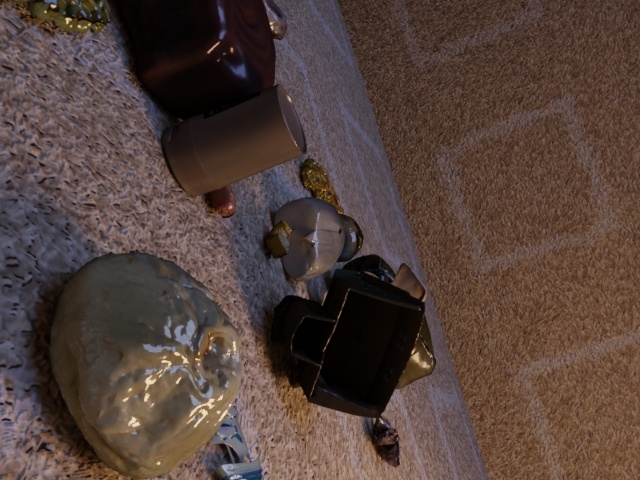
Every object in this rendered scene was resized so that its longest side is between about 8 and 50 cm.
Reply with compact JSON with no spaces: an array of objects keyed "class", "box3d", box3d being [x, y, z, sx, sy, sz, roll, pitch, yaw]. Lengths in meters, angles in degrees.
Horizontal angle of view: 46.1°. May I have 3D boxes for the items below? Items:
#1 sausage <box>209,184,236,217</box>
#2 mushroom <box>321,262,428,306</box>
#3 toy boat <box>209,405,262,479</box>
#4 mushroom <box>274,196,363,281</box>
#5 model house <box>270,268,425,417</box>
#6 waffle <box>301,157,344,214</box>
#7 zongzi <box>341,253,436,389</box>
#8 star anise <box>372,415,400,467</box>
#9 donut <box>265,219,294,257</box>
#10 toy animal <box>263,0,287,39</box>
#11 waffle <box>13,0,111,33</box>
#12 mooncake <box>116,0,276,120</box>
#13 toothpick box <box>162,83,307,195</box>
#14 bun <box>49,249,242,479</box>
[{"class":"sausage","box3d":[-0.158,-0.114,1.184,0.043,0.043,0.186,53,23,-50]},{"class":"mushroom","box3d":[0.091,0.146,1.528,0.162,0.236,0.173,43,-8,10]},{"class":"toy boat","box3d":[-0.109,0.250,0.928,0.105,0.034,0.149,50,12,-47]},{"class":"mushroom","box3d":[0.000,0.000,1.531,0.328,0.122,0.159,9,98,-73]},{"class":"model house","box3d":[0.020,0.148,1.252,0.243,0.204,0.211,-143,-107,-76]},{"class":"waffle","box3d":[0.010,-0.103,1.789,0.149,0.051,0.194,-86,153,-61]},{"class":"zongzi","box3d":[0.148,0.117,1.778,0.360,0.160,0.323,-85,153,-57]},{"class":"star anise","box3d":[0.134,0.406,1.541,0.129,0.056,0.124,76,-4,-74]},{"class":"donut","box3d":[-0.069,-0.007,1.339,0.038,0.067,0.083,47,55,-18]},{"class":"toy animal","box3d":[-0.156,-0.590,1.564,0.303,0.194,0.344,54,23,-32]},{"class":"waffle","box3d":[-0.315,-0.339,0.869,0.208,0.054,0.214,70,15,6]},{"class":"mooncake","box3d":[-0.195,-0.356,1.122,0.334,0.174,0.326,49,27,-57]},{"class":"toothpick box","box3d":[-0.122,-0.142,1.078,0.111,0.180,0.111,-19,90,-78]},{"class":"bun","box3d":[-0.153,0.108,0.713,0.220,0.134,0.220,-16,90,-73]}]
